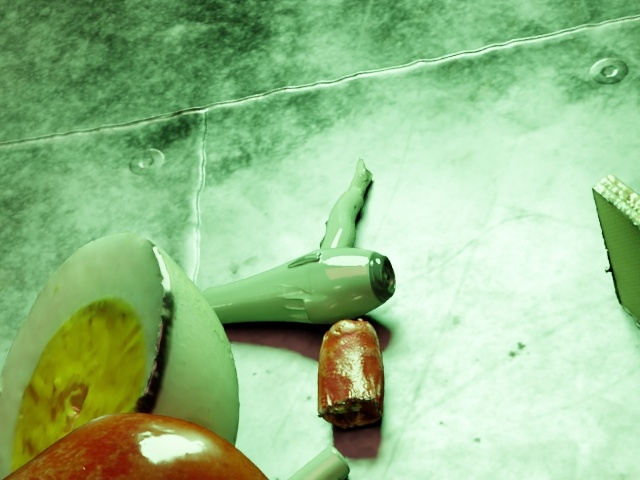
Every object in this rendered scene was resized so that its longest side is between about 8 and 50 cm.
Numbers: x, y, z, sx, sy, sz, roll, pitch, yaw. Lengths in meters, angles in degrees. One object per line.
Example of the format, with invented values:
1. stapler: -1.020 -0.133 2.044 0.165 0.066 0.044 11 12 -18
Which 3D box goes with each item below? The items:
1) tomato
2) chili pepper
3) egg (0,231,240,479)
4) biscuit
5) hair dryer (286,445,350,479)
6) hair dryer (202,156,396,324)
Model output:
1. tomato: -0.158 0.321 1.406 0.293 0.290 0.325 -31 87 -32
2. chili pepper: 0.035 0.142 1.747 0.070 0.073 0.123 20 47 -21
3. egg: -0.194 0.174 1.692 0.337 0.201 0.337 -26 51 38
4. biscuit: 0.339 0.030 1.658 0.040 0.199 0.121 -36 48 -12
5. hair dryer: 0.024 0.273 1.659 0.063 0.038 0.124 -37 56 -14
6. hair dryer: -0.033 0.019 1.894 0.229 0.092 0.267 -20 32 7
